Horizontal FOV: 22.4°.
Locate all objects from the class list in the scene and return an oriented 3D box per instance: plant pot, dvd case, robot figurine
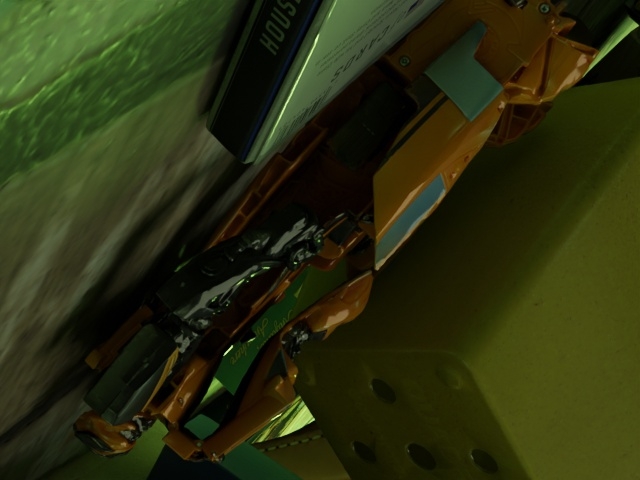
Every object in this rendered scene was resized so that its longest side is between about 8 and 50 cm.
[{"bbox_3d":[0.105,0.058,0.888,0.212,0.212,0.187,-3,-146,49],"label":"plant pot"},{"bbox_3d":[0.051,-0.144,0.577,0.179,0.029,0.238,-43,171,-35],"label":"dvd case"},{"bbox_3d":[0.000,0.000,0.768,0.291,0.085,0.211,-47,177,-7],"label":"robot figurine"}]

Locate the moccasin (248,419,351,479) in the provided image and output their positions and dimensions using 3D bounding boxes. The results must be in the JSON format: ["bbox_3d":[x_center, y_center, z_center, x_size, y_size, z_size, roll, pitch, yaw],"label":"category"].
[{"bbox_3d":[0.093,0.098,1.203,0.380,0.147,0.139,-22,174,-14],"label":"moccasin"}]

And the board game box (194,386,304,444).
[{"bbox_3d":[-0.089,0.180,1.314,0.165,0.042,0.243,-52,171,29],"label":"board game box"}]

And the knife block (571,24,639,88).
[{"bbox_3d":[0.318,-0.146,1.666,0.276,0.088,0.242,-35,174,-34],"label":"knife block"}]

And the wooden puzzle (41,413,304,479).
[{"bbox_3d":[-0.013,0.201,0.854,0.080,0.322,0.348,-61,169,12],"label":"wooden puzzle"}]

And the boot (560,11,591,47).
[{"bbox_3d":[0.151,-0.123,1.194,0.087,0.042,0.118,-46,173,30],"label":"boot"}]

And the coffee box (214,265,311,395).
[{"bbox_3d":[-0.006,0.051,1.155,0.113,0.040,0.184,-49,173,15],"label":"coffee box"}]

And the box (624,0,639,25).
[{"bbox_3d":[0.347,-0.258,1.617,0.094,0.027,0.137,-48,172,11],"label":"box"}]
